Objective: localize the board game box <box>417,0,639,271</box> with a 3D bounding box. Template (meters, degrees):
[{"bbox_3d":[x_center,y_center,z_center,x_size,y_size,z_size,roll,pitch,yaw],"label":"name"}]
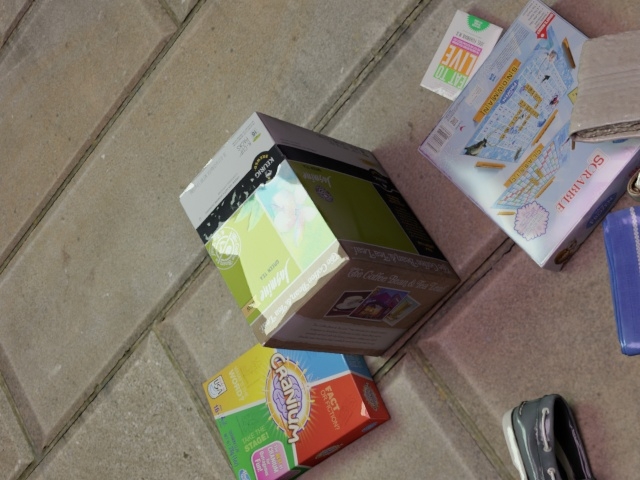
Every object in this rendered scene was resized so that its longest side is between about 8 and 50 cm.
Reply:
[{"bbox_3d":[0.358,-0.171,1.785,0.318,0.066,0.318,-53,56,18],"label":"board game box"}]

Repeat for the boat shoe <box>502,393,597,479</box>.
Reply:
[{"bbox_3d":[0.370,0.377,1.659,0.099,0.116,0.319,-37,57,32],"label":"boat shoe"}]

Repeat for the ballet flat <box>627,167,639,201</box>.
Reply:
[{"bbox_3d":[0.519,-0.123,1.662,0.057,0.052,0.168,47,111,32],"label":"ballet flat"}]

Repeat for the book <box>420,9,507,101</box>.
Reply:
[{"bbox_3d":[0.245,-0.310,1.920,0.096,0.035,0.144,31,100,33],"label":"book"}]

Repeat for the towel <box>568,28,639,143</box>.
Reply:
[{"bbox_3d":[0.499,-0.235,1.599,0.282,0.049,0.187,-6,53,32],"label":"towel"}]

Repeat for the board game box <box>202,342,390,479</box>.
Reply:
[{"bbox_3d":[-0.052,0.288,2.027,0.316,0.064,0.242,-38,62,27],"label":"board game box"}]

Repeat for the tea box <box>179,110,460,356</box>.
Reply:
[{"bbox_3d":[0.000,0.000,1.866,0.220,0.329,0.323,-46,58,22],"label":"tea box"}]

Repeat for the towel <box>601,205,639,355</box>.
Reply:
[{"bbox_3d":[0.561,0.015,1.572,0.336,0.040,0.243,-21,51,33],"label":"towel"}]
